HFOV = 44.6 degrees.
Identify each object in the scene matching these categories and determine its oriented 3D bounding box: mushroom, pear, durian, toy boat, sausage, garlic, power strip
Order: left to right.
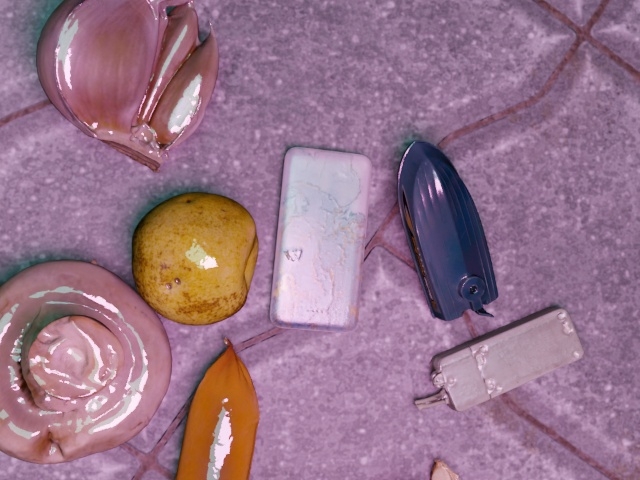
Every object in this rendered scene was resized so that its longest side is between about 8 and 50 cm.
[{"bbox_3d":[-0.353,0.169,1.061,0.292,0.290,0.293,1,85,-11],"label":"mushroom"},{"bbox_3d":[-0.274,-0.251,1.134,0.237,0.210,0.292,10,95,0],"label":"garlic"},{"bbox_3d":[-0.187,0.023,1.137,0.197,0.197,0.197,0,88,-7],"label":"pear"},{"bbox_3d":[-0.154,0.313,1.175,0.112,0.112,0.328,10,84,-6],"label":"sausage"},{"bbox_3d":[0.186,-0.018,1.210,0.114,0.122,0.296,-24,110,-11],"label":"toy boat"},{"bbox_3d":[0.207,0.405,1.232,0.052,0.066,0.130,-31,82,-7],"label":"durian"},{"bbox_3d":[0.276,0.199,1.253,0.288,0.053,0.093,-21,92,-7],"label":"power strip"}]

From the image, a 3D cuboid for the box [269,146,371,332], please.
[{"bbox_3d":[0.000,0.000,1.236,0.142,0.044,0.285,6,87,-11],"label":"box"}]
